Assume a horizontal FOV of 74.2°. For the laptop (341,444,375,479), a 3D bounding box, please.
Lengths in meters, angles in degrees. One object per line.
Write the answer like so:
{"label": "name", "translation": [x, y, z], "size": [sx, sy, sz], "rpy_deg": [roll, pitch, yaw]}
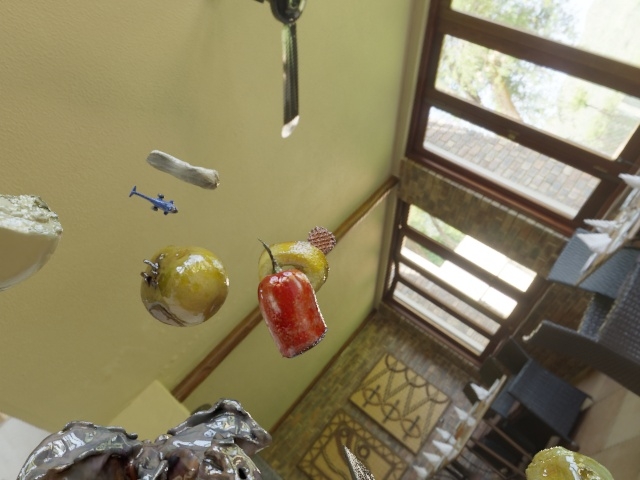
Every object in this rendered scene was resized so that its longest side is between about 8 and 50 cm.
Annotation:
{"label": "laptop", "translation": [0.116, 0.605, 1.061], "size": [0.016, 0.135, 0.197], "rpy_deg": [-42, 7, -4]}

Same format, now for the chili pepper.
{"label": "chili pepper", "translation": [-0.059, 0.083, 0.672], "size": [0.086, 0.192, 0.084], "rpy_deg": [-23, 0, -36]}

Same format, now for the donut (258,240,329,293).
{"label": "donut", "translation": [-0.070, 0.082, 1.040], "size": [0.065, 0.179, 0.162], "rpy_deg": [-74, -34, -62]}

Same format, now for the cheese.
{"label": "cheese", "translation": [-0.656, -0.018, 0.806], "size": [0.233, 0.127, 0.266], "rpy_deg": [-53, -39, 9]}

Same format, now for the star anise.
{"label": "star anise", "translation": [-0.176, 0.249, 0.487], "size": [0.198, 0.258, 0.110], "rpy_deg": [144, 129, -71]}

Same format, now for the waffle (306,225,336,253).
{"label": "waffle", "translation": [0.000, 0.000, 1.196], "size": [0.075, 0.083, 0.029], "rpy_deg": [-54, -3, -4]}

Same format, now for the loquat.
{"label": "loquat", "translation": [-0.325, 0.108, 1.007], "size": [0.213, 0.213, 0.213], "rpy_deg": [-42, -28, -29]}

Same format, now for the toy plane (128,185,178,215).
{"label": "toy plane", "translation": [-0.478, -0.113, 1.226], "size": [0.167, 0.062, 0.054], "rpy_deg": [30, -94, -52]}

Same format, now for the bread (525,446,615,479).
{"label": "bread", "translation": [0.410, 0.458, 0.652], "size": [0.267, 0.152, 0.129], "rpy_deg": [-76, -17, -51]}

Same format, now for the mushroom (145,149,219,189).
{"label": "mushroom", "translation": [-0.367, -0.189, 1.133], "size": [0.054, 0.202, 0.059], "rpy_deg": [-77, 7, -69]}
